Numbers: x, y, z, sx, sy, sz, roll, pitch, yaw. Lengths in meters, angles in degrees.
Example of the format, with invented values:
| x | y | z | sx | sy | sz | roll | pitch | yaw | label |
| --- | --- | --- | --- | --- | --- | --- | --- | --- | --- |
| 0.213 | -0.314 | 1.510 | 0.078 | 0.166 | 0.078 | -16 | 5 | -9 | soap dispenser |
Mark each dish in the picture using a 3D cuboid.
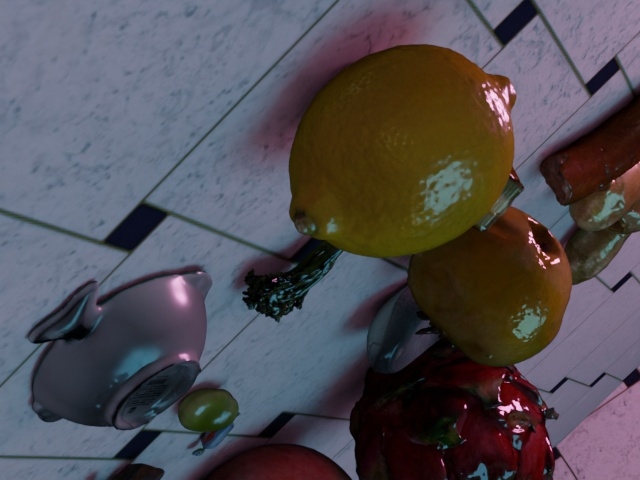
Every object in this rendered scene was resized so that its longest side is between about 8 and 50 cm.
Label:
| x | y | z | sx | sy | sz | roll | pitch | yaw | label |
| --- | --- | --- | --- | --- | --- | --- | --- | --- | --- |
| -0.185 | 0.122 | 1.233 | 0.224 | 0.078 | 0.246 | -40 | 158 | 1 | dish |

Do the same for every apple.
| x | y | z | sx | sy | sz | roll | pitch | yaw | label |
| --- | --- | --- | --- | --- | --- | --- | --- | --- | --- |
| -0.065 | 0.462 | 1.811 | 0.345 | 0.269 | 0.344 | -33 | 157 | -16 | apple |

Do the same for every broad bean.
| x | y | z | sx | sy | sz | roll | pitch | yaw | label |
| --- | --- | --- | --- | --- | --- | --- | --- | --- | --- |
| -0.137 | 0.204 | 1.514 | 0.083 | 0.045 | 0.063 | 6 | 128 | -52 | broad bean |

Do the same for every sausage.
| x | y | z | sx | sy | sz | roll | pitch | yaw | label |
| --- | --- | --- | --- | --- | --- | --- | --- | --- | --- |
| 0.424 | -0.148 | 1.726 | 0.302 | 0.076 | 0.103 | -36 | 158 | -12 | sausage |

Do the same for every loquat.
| x | y | z | sx | sy | sz | roll | pitch | yaw | label |
| --- | --- | --- | --- | --- | --- | --- | --- | --- | --- |
| 0.213 | 0.056 | 1.589 | 0.213 | 0.213 | 0.213 | -34 | 157 | -17 | loquat |

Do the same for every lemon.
| x | y | z | sx | sy | sz | roll | pitch | yaw | label |
| --- | --- | --- | --- | --- | --- | --- | --- | --- | --- |
| 0.073 | -0.080 | 1.139 | 0.244 | 0.187 | 0.187 | -35 | 157 | -9 | lemon |

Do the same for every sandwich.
| x | y | z | sx | sy | sz | roll | pitch | yaw | label |
| --- | --- | --- | --- | --- | --- | --- | --- | --- | --- |
| 0.168 | -0.091 | 1.495 | 0.079 | 0.113 | 0.163 | -48 | -168 | 15 | sandwich |

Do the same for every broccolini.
| x | y | z | sx | sy | sz | roll | pitch | yaw | label |
| --- | --- | --- | --- | --- | --- | --- | --- | --- | --- |
| 0.006 | -0.006 | 1.327 | 0.271 | 0.062 | 0.123 | -48 | 173 | 30 | broccolini |

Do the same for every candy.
| x | y | z | sx | sy | sz | roll | pitch | yaw | label |
| --- | --- | --- | --- | --- | --- | --- | --- | --- | --- |
| -0.137 | 0.251 | 1.629 | 0.083 | 0.020 | 0.030 | -47 | 159 | 12 | candy |

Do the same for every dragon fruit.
| x | y | z | sx | sy | sz | roll | pitch | yaw | label |
| --- | --- | --- | --- | --- | --- | --- | --- | --- | --- |
| 0.193 | 0.297 | 1.876 | 0.329 | 0.329 | 0.329 | -34 | 157 | -17 | dragon fruit |

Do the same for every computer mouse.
| x | y | z | sx | sy | sz | roll | pitch | yaw | label |
| --- | --- | --- | --- | --- | --- | --- | --- | --- | --- |
| 0.125 | 0.103 | 1.725 | 0.229 | 0.068 | 0.113 | -32 | 146 | -48 | computer mouse |

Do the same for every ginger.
| x | y | z | sx | sy | sz | roll | pitch | yaw | label |
| --- | --- | --- | --- | --- | --- | --- | --- | --- | --- |
| 0.513 | -0.093 | 1.944 | 0.348 | 0.122 | 0.363 | -38 | 151 | -5 | ginger |

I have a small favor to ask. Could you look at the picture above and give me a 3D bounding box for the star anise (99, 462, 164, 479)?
| x | y | z | sx | sy | sz | roll | pitch | yaw | label |
| --- | --- | --- | --- | --- | --- | --- | --- | --- | --- |
| -0.278 | 0.371 | 1.541 | 0.262 | 0.081 | 0.230 | -54 | 157 | 3 | star anise |
